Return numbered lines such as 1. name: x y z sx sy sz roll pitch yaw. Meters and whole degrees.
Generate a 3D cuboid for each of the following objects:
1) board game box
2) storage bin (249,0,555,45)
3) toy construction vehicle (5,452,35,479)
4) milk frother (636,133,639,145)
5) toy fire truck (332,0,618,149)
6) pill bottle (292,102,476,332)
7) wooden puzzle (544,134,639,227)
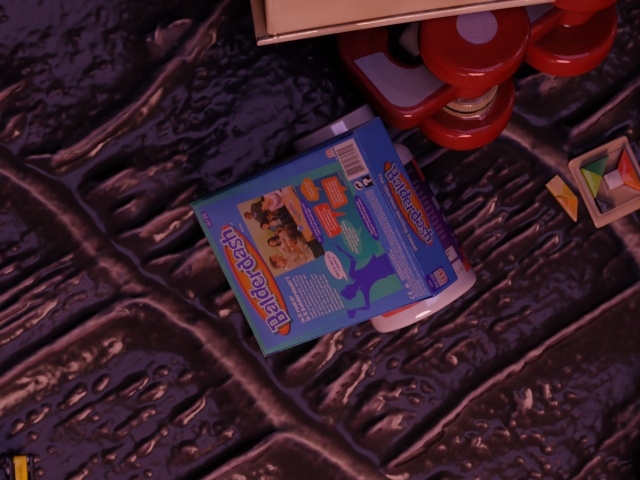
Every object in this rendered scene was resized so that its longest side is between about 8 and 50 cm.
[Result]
1. board game box: 0.000 0.000 1.695 0.047 0.210 0.160 -32 99 -50
2. storage bin: 0.054 -0.325 1.618 0.262 0.123 0.260 -9 79 -1
3. toy construction vehicle: -0.295 0.241 1.705 0.086 0.035 0.098 -6 93 -24
4. milk frother: 0.349 -0.177 1.836 0.143 0.129 0.135 -23 56 15
5. toy fire truck: 0.133 -0.249 1.765 0.302 0.169 0.254 -35 73 -12
6. pill bottle: 0.054 -0.023 1.751 0.108 0.108 0.193 -30 96 -12
7. wooden puzzle: 0.282 -0.057 1.854 0.116 0.014 0.078 -32 96 -12
